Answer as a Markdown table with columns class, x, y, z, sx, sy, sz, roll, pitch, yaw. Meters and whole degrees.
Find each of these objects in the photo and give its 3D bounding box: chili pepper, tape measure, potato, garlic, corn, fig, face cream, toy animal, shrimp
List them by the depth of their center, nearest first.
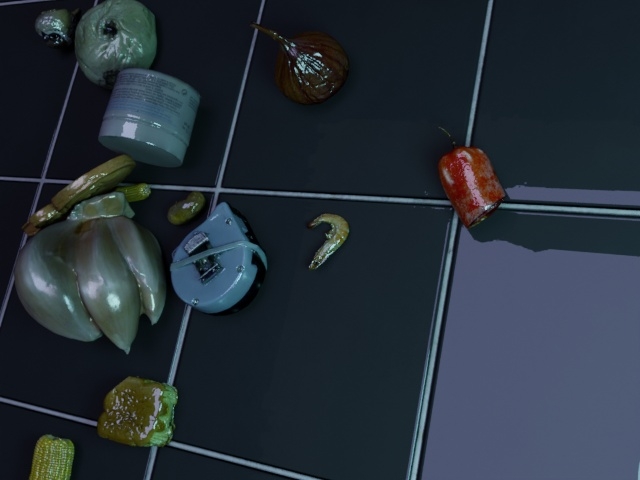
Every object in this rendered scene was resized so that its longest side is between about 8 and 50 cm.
| class | x | y | z | sx | sy | sz | roll | pitch | yaw |
| --- | --- | --- | --- | --- | --- | --- | --- | --- | --- |
| chili pepper | 0.240 | -0.116 | 1.187 | 0.086 | 0.084 | 0.192 | -23 | 69 | -1 |
| shrimp | 0.000 | 0.000 | 1.298 | 0.083 | 0.023 | 0.114 | 32 | 83 | 33 |
| tape measure | -0.191 | 0.047 | 1.328 | 0.182 | 0.107 | 0.181 | -43 | 54 | 5 |
| fig | -0.038 | -0.353 | 1.334 | 0.146 | 0.201 | 0.134 | -49 | 51 | -3 |
| corn | -0.528 | 0.464 | 1.375 | 0.085 | 0.063 | 0.165 | 11 | 78 | 4 |
| garlic | -0.446 | 0.058 | 1.378 | 0.279 | 0.132 | 0.325 | -8 | 56 | -10 |
| potato | -0.270 | -0.063 | 1.435 | 0.092 | 0.045 | 0.046 | -33 | 26 | 10 |
| face cream | -0.348 | -0.250 | 1.456 | 0.177 | 0.177 | 0.152 | 9 | 78 | 28 |
| corn | -0.405 | -0.101 | 1.517 | 0.092 | 0.037 | 0.037 | -4 | 72 | 24 |
| toy animal | -0.634 | -0.523 | 1.749 | 0.098 | 0.137 | 0.098 | 14 | 120 | 25 |

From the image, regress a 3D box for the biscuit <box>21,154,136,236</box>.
| class | x | y | z | sx | sy | sz | roll | pitch | yaw |
| --- | --- | --- | --- | --- | --- | --- | --- | --- | --- |
| biscuit | -0.502 | -0.090 | 1.483 | 0.289 | 0.202 | 0.044 | -34 | 95 | 19 |

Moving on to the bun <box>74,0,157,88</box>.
| class | x | y | z | sx | sy | sz | roll | pitch | yaw |
| --- | --- | --- | --- | --- | --- | --- | --- | --- | --- |
| bun | -0.477 | -0.462 | 1.627 | 0.221 | 0.108 | 0.221 | -8 | 70 | 24 |

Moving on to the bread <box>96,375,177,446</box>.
| class | x | y | z | sx | sy | sz | roll | pitch | yaw |
| --- | --- | --- | --- | --- | --- | --- | --- | --- | --- |
| bread | -0.340 | 0.319 | 1.330 | 0.140 | 0.069 | 0.127 | 2 | 73 | 25 |
